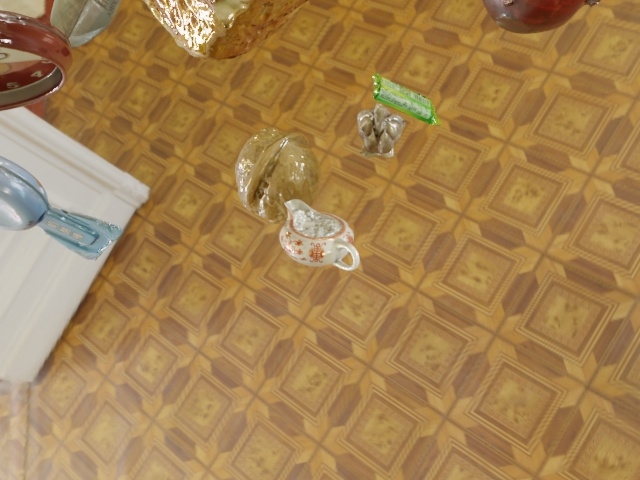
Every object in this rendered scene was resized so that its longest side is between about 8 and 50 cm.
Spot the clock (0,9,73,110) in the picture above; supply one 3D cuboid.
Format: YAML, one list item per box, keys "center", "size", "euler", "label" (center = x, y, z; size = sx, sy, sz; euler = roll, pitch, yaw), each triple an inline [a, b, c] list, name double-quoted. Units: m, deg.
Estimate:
- center: [-0.534, -0.268, 0.944]
  size: [0.318, 0.318, 0.080]
  euler: [-12, 86, 19]
  label: "clock"

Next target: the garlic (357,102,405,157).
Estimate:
- center: [0.150, -0.306, 1.666]
  size: [0.131, 0.194, 0.127]
  euler: [10, 72, 15]
  label: "garlic"

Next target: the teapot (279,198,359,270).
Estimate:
- center: [0.000, 0.000, 1.381]
  size: [0.245, 0.159, 0.116]
  euler: [27, 117, 38]
  label: "teapot"

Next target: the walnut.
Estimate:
- center: [-0.106, -0.171, 1.638]
  size: [0.224, 0.257, 0.257]
  euler: [38, 88, 16]
  label: "walnut"

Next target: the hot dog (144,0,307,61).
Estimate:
- center: [-0.040, -0.362, 0.626]
  size: [0.185, 0.405, 0.223]
  euler: [51, 57, -4]
  label: "hot dog"

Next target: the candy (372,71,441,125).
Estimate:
- center: [0.198, -0.323, 1.478]
  size: [0.102, 0.178, 0.032]
  euler: [-84, 21, -49]
  label: "candy"

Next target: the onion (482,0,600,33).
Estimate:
- center: [0.540, -0.672, 1.577]
  size: [0.341, 0.341, 0.341]
  euler: [-9, 67, 20]
  label: "onion"

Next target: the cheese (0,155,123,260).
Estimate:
- center: [-0.376, -0.047, 0.792]
  size: [0.135, 0.245, 0.052]
  euler: [-29, 40, 47]
  label: "cheese"

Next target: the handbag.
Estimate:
- center: [-0.439, -0.489, 1.230]
  size: [0.270, 0.117, 0.182]
  euler: [-60, 23, 9]
  label: "handbag"
